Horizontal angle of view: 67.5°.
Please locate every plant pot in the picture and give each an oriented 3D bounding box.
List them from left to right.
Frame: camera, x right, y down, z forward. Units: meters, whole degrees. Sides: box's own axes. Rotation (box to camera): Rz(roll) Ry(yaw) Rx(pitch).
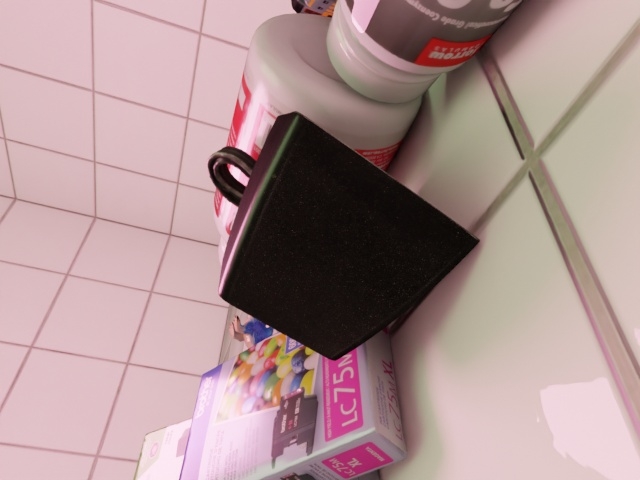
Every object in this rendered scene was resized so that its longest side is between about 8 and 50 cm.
[{"bbox_3d":[0.000,0.000,0.467,0.167,0.187,0.188,-57,15,5],"label":"plant pot"}]

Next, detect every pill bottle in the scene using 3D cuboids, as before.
[{"bbox_3d":[-0.035,-0.097,0.728,0.407,0.229,0.229,117,162,-45],"label":"pill bottle"},{"bbox_3d":[0.110,-0.253,0.417,0.283,0.161,0.161,133,148,-67],"label":"pill bottle"}]

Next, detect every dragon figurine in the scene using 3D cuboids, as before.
[{"bbox_3d":[-0.113,0.231,1.042,0.085,0.144,0.289,122,139,-50],"label":"dragon figurine"}]

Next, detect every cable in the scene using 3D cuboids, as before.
[{"bbox_3d":[-0.032,0.004,0.592,0.139,0.287,0.072,-19,25,46],"label":"cable"}]

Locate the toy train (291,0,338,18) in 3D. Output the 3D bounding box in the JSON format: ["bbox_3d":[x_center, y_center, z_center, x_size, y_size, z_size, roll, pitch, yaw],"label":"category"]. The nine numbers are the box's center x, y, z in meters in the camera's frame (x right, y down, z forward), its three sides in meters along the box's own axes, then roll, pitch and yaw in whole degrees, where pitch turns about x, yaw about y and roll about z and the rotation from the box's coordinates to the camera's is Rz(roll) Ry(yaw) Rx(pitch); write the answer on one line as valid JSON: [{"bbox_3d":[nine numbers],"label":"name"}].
[{"bbox_3d":[0.061,-0.367,0.686,0.334,0.190,0.142,-112,38,-70],"label":"toy train"}]

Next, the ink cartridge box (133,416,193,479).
[{"bbox_3d":[-0.156,0.324,0.651,0.208,0.087,0.153,-26,38,23],"label":"ink cartridge box"}]

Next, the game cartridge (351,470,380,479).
[{"bbox_3d":[0.007,0.318,0.503,0.294,0.060,0.196,-92,16,-50],"label":"game cartridge"}]

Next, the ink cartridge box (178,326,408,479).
[{"bbox_3d":[-0.058,0.196,0.537,0.311,0.065,0.185,-34,30,23],"label":"ink cartridge box"}]

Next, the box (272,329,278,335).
[{"bbox_3d":[-0.037,0.198,0.738,0.102,0.087,0.101,-165,89,-77],"label":"box"}]
